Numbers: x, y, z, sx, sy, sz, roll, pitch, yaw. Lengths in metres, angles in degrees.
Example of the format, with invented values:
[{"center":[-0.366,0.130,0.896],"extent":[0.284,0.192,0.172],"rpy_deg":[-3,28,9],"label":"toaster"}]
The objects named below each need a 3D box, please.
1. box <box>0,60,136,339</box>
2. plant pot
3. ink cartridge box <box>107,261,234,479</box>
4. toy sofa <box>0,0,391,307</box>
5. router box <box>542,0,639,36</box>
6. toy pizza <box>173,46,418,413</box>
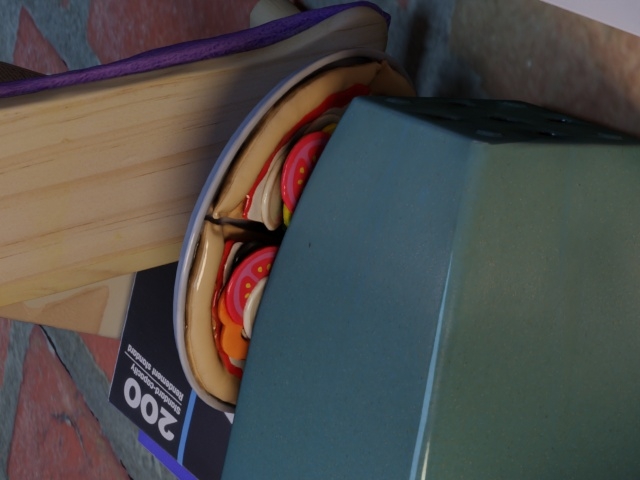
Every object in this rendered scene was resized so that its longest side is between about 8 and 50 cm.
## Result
[{"center":[-0.217,-0.039,1.143],"extent":[0.148,0.311,0.121],"rpy_deg":[46,113,44],"label":"box"},{"center":[0.067,0.056,0.856],"extent":[0.165,0.166,0.234],"rpy_deg":[26,113,54],"label":"plant pot"},{"center":[-0.048,0.116,1.133],"extent":[0.206,0.045,0.208],"rpy_deg":[37,131,30],"label":"ink cartridge box"},{"center":[-0.141,-0.048,0.979],"extent":[0.150,0.362,0.177],"rpy_deg":[45,141,46],"label":"toy sofa"},{"center":[0.154,-0.209,0.584],"extent":[0.335,0.082,0.301],"rpy_deg":[32,131,53],"label":"router box"},{"center":[0.000,0.000,0.927],"extent":[0.032,0.201,0.201],"rpy_deg":[25,122,29],"label":"toy pizza"}]
